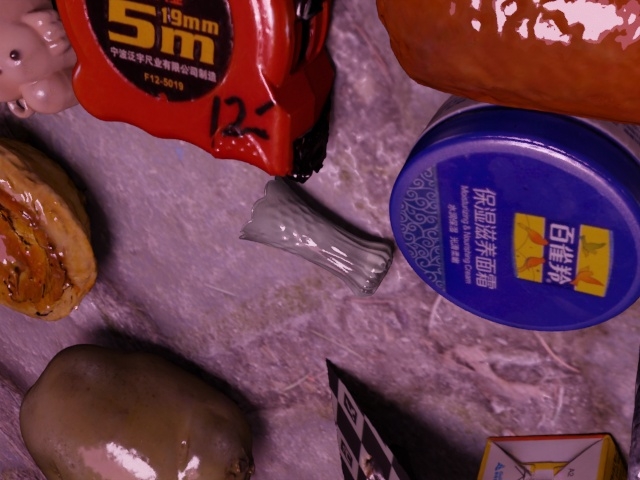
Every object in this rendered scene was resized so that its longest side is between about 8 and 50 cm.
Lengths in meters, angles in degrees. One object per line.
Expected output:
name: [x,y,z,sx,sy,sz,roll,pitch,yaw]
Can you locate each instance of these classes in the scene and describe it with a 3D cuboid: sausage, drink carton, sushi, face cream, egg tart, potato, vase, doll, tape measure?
sausage: [0.162,-0.161,0.473,0.268,0.153,0.141,14,135,21]
drink carton: [0.314,0.388,0.845,0.155,0.111,0.351,-13,118,37]
sushi: [0.123,0.348,0.886,0.320,0.069,0.339,48,152,51]
face cream: [0.168,-0.032,0.588,0.206,0.111,0.206,20,142,17]
egg tart: [-0.392,-0.028,0.917,0.290,0.115,0.290,17,133,19]
potato: [-0.250,0.275,0.996,0.326,0.221,0.243,27,131,3]
vase: [0.000,0.000,0.746,0.149,0.081,0.081,29,133,1]
doll: [-0.302,-0.253,0.703,0.154,0.119,0.278,21,122,13]
tape measure: [-0.102,-0.196,0.626,0.253,0.114,0.260,18,128,17]

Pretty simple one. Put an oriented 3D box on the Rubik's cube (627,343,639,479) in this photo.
Rubik's cube: [0.370,0.198,0.576,0.237,0.237,0.238,3,125,26]
